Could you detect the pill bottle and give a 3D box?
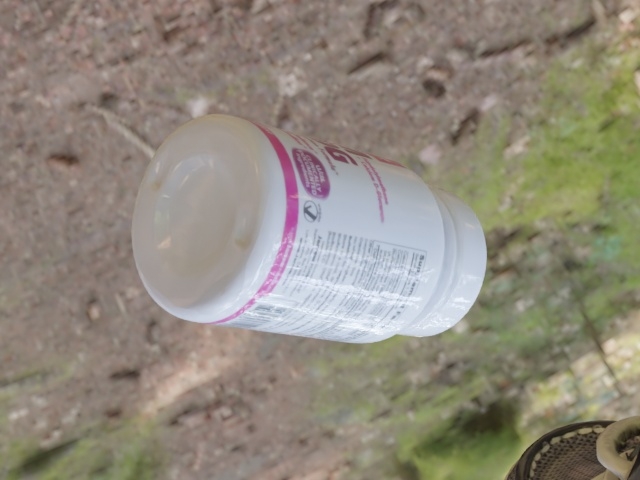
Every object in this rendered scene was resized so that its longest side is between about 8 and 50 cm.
[{"bbox_3d":[0.000,0.000,1.185,0.283,0.160,0.160,12,130,-47],"label":"pill bottle"}]

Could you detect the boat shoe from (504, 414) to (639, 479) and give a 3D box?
[{"bbox_3d":[0.139,0.102,0.502,0.127,0.340,0.158,-21,110,-10],"label":"boat shoe"}]
